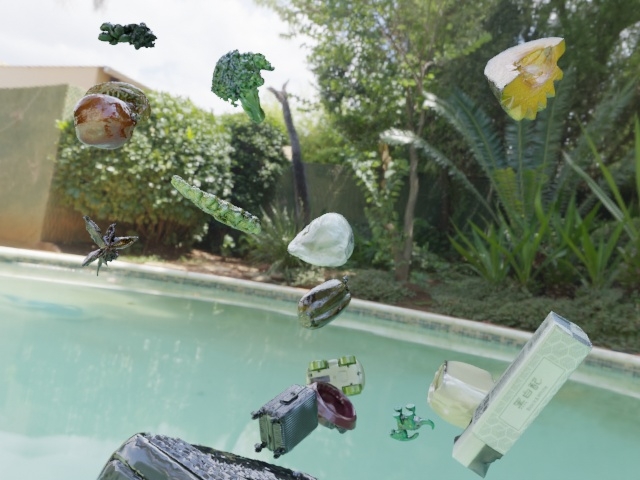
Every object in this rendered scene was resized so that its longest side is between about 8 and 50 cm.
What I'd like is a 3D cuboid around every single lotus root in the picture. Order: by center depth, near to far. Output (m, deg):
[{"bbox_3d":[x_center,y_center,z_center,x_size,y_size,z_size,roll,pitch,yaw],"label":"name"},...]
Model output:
[{"bbox_3d":[0.011,0.212,1.709,0.123,0.124,0.241,-23,5,46],"label":"lotus root"}]

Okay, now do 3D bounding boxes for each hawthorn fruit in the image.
[{"bbox_3d":[-0.648,-0.364,1.569,0.188,0.169,0.169,-10,-6,6],"label":"hawthorn fruit"}]

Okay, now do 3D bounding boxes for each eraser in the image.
[{"bbox_3d":[0.448,0.355,1.169,0.096,0.404,0.098,32,19,11],"label":"eraser"}]

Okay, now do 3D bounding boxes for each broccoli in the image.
[{"bbox_3d":[-0.236,-0.522,1.703,0.177,0.198,0.275,39,9,28],"label":"broccoli"}]

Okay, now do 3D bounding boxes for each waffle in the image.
[{"bbox_3d":[-0.357,-0.112,1.745,0.297,0.073,0.317,25,-5,38],"label":"waffle"}]

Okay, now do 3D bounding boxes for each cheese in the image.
[{"bbox_3d":[0.427,0.441,1.449,0.233,0.127,0.266,17,10,10],"label":"cheese"}]

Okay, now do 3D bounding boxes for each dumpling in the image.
[{"bbox_3d":[0.001,0.006,1.719,0.227,0.175,0.243,-14,0,5],"label":"dumpling"}]

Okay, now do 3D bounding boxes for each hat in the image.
[{"bbox_3d":[0.023,0.533,1.625,0.205,0.089,0.205,34,10,-7],"label":"hat"}]

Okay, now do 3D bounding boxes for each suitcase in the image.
[{"bbox_3d":[-0.058,0.311,0.898,0.059,0.086,0.126,5,14,34],"label":"suitcase"}]

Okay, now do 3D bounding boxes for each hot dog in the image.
[{"bbox_3d":[-0.691,-0.444,1.725,0.227,0.160,0.099,-10,6,2],"label":"hot dog"}]

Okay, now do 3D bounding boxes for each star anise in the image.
[{"bbox_3d":[-0.619,0.023,1.456,0.158,0.140,0.144,18,-18,-38],"label":"star anise"}]

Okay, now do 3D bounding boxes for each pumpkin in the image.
[{"bbox_3d":[0.495,-0.393,1.300,0.149,0.254,0.130,23,-30,51],"label":"pumpkin"}]

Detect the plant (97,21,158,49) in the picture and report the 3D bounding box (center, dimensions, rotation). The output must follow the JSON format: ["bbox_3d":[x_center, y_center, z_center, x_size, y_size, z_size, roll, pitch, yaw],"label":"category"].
[{"bbox_3d":[-0.558,-0.598,1.493,0.174,0.085,0.087,-13,10,-41],"label":"plant"}]

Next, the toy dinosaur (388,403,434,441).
[{"bbox_3d":[0.246,0.505,1.412,0.132,0.096,0.059,-11,13,21],"label":"toy dinosaur"}]

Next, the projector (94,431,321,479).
[{"bbox_3d":[-0.102,0.456,0.534,0.242,0.405,0.395,10,-22,41],"label":"projector"}]

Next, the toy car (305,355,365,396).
[{"bbox_3d":[0.058,0.538,1.981,0.235,0.145,0.235,-8,-21,-3],"label":"toy car"}]
